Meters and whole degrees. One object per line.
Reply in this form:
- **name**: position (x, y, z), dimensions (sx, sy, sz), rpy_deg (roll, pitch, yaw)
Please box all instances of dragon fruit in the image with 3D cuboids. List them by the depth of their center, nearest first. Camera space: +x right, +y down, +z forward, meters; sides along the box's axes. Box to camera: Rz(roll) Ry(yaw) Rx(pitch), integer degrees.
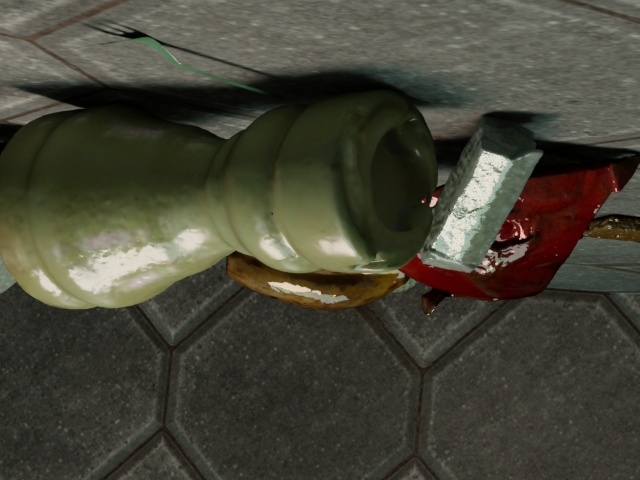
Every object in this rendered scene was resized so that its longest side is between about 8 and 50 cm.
- **dragon fruit**: position (0.196, 0.011, 1.676), dimensions (0.282, 0.100, 0.343), rpy_deg (-1, 157, -11)

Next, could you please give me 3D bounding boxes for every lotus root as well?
- **lotus root**: position (-0.001, 0.008, 2.033), dimensions (0.290, 0.193, 0.193), rpy_deg (6, 175, 3)

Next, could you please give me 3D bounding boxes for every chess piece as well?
- **chess piece**: position (-0.107, -0.043, 1.469), dimensions (0.442, 0.234, 0.234), rpy_deg (-3, 171, 36)

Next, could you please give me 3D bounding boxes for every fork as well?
- **fork**: position (-0.116, -0.157, 1.286), dimensions (0.039, 0.021, 0.235), rpy_deg (6, 178, 43)

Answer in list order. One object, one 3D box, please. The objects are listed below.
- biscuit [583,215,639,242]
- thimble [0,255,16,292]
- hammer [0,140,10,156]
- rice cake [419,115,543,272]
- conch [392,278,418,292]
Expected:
- **biscuit**: position (0.515, -0.010, 2.165), dimensions (0.230, 0.025, 0.131), rpy_deg (7, 173, -10)
- **thimble**: position (-0.566, -0.016, 2.196), dimensions (0.250, 0.205, 0.172), rpy_deg (-1, 172, 25)
- **hammer**: position (-0.408, -0.083, 1.963), dimensions (0.242, 0.095, 0.409), rpy_deg (-8, -178, 8)
- **rice cake**: position (0.161, -0.045, 1.492), dimensions (0.069, 0.063, 0.206), rpy_deg (12, 136, -10)
- **conch**: position (0.075, 0.005, 2.172), dimensions (0.200, 0.131, 0.172), rpy_deg (-13, -135, -45)
